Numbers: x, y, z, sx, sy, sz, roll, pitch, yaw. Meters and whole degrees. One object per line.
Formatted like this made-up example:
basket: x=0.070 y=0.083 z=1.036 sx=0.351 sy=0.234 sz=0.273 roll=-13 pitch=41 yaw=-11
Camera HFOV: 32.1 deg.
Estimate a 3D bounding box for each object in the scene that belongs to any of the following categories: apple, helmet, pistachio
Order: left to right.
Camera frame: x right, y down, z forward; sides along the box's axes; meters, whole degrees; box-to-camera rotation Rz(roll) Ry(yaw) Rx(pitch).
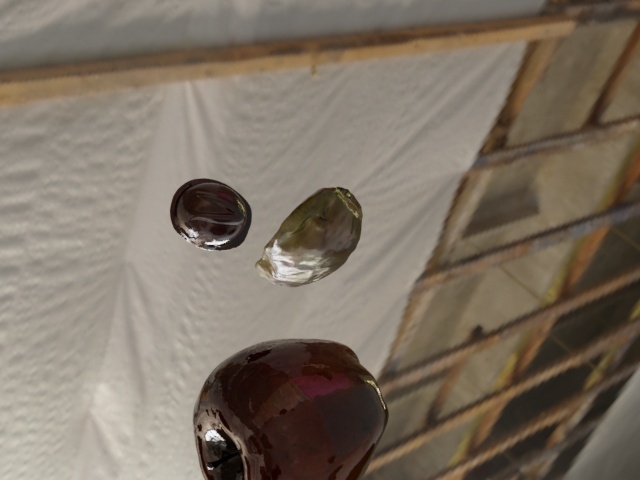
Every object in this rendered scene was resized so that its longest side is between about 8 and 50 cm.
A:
helmet: x=-0.124 y=-0.035 z=1.369 sx=0.111 sy=0.057 sz=0.089 roll=14 pitch=-104 yaw=-27
apple: x=-0.035 y=0.215 z=1.270 sx=0.234 sy=0.234 sz=0.234 roll=-35 pitch=-30 yaw=-24
pistachio: x=0.000 y=0.000 z=0.829 sx=0.089 sy=0.049 sz=0.173 roll=-43 pitch=-3 yaw=-13
